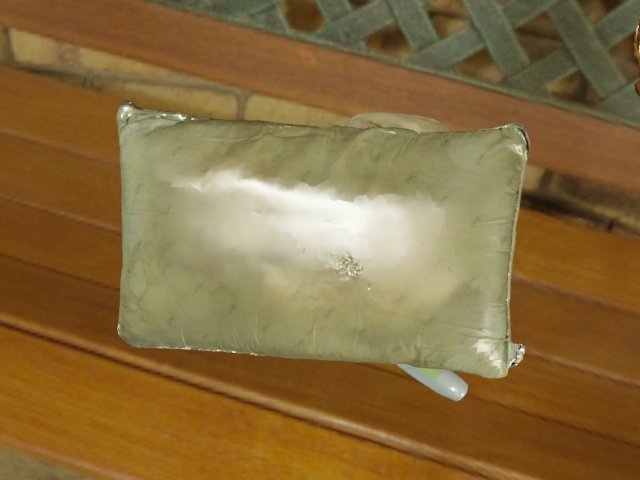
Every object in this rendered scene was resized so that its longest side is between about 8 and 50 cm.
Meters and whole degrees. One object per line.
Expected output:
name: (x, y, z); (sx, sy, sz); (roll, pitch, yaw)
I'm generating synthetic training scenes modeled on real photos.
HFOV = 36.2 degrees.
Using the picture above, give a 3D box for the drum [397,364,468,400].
drum: (0.046, 0.085, 1.030); (0.253, 0.049, 0.130); (28, 22, -34)

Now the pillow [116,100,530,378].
pillow: (0.000, 0.000, 0.704); (0.303, 0.184, 0.075); (4, 11, 7)

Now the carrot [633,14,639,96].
carrot: (0.185, -0.040, 0.259); (0.072, 0.072, 0.205); (-18, 28, -28)

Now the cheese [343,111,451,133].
cheese: (0.063, -0.047, 1.226); (0.159, 0.263, 0.093); (1, 45, -26)
